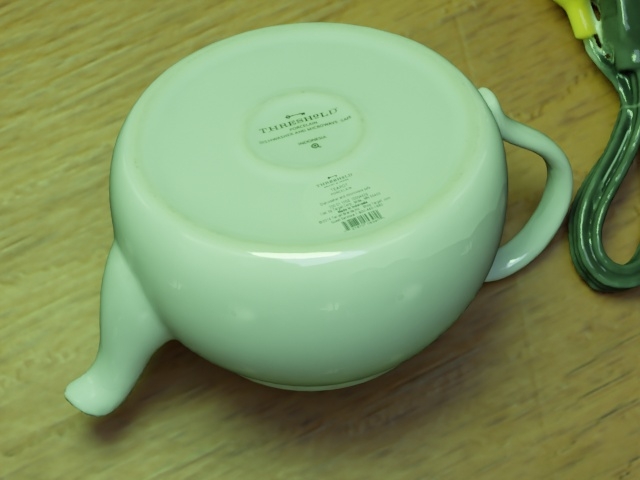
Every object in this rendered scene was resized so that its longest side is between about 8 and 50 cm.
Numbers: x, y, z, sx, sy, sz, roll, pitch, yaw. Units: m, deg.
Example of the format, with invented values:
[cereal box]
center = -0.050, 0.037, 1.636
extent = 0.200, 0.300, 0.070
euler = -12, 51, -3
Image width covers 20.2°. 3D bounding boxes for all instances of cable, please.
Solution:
[cable]
center = 0.212, -0.109, 1.211
extent = 0.139, 0.072, 0.287
euler = -1, 87, -20

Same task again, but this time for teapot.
[teapot]
center = 0.000, 0.000, 1.098
extent = 0.256, 0.187, 0.252
euler = 12, 47, 18
